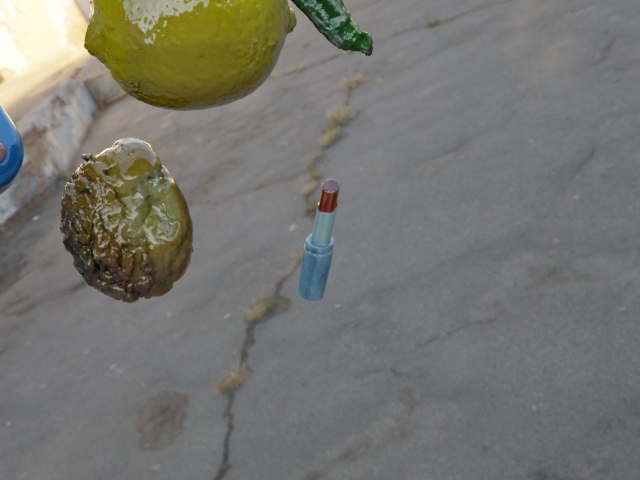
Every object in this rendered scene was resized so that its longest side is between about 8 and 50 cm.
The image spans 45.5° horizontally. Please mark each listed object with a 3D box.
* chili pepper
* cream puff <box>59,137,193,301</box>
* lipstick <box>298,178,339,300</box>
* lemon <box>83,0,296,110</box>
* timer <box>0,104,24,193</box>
[{"bbox_3d":[-0.006,-0.332,1.011,0.088,0.227,0.059,-46,14,-1],"label":"chili pepper"},{"bbox_3d":[-0.422,-0.032,1.603,0.231,0.343,0.327,-22,45,-30],"label":"cream puff"},{"bbox_3d":[0.000,0.000,1.580,0.061,0.274,0.068,25,35,21],"label":"lipstick"},{"bbox_3d":[-0.224,-0.378,1.302,0.335,0.336,0.336,-22,25,11],"label":"lemon"},{"bbox_3d":[-0.720,-0.179,1.335,0.340,0.309,0.115,-31,-6,-44],"label":"timer"}]
